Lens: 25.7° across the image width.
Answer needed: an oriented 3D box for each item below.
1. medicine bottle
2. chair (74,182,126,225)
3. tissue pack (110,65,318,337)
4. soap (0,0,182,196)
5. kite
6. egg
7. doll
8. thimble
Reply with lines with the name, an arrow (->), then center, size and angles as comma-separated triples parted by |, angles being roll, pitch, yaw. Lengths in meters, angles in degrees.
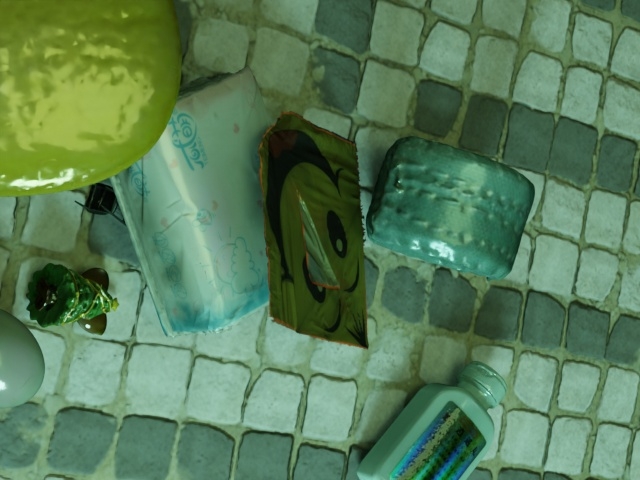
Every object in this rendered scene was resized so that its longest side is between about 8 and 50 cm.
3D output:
medicine bottle -> 0.158, 0.262, 1.861 | 0.229, 0.083, 0.121 | -48, 112, -20
chair -> -0.249, -0.045, 1.631 | 0.086, 0.042, 0.037 | 35, 72, -65
tissue pack -> -0.127, -0.046, 1.636 | 0.201, 0.124, 0.271 | -32, 108, -46
soap -> -0.359, -0.195, 1.462 | 0.427, 0.115, 0.306 | -3, 79, -12
kite -> 0.002, 0.000, 1.687 | 0.327, 0.013, 0.377 | 66, 27, -24
egg -> -0.360, 0.127, 1.525 | 0.135, 0.103, 0.103 | 42, 71, -27
doll -> -0.268, 0.066, 1.596 | 0.113, 0.076, 0.078 | 7, 79, -32
thimble -> 0.156, -0.041, 1.779 | 0.235, 0.198, 0.143 | 22, 84, -48
